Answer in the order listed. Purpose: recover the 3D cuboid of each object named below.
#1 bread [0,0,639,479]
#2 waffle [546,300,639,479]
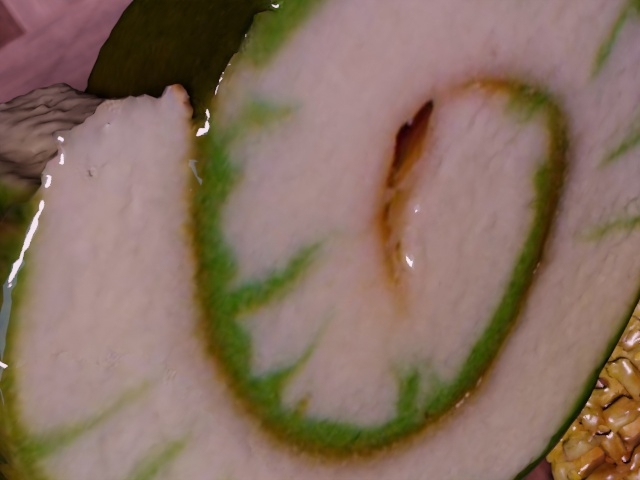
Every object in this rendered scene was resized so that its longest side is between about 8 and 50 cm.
[{"bbox_3d":[0.000,0.000,0.470,0.382,0.129,0.366,6,106,-38],"label":"bread"},{"bbox_3d":[0.272,0.136,0.653,0.245,0.052,0.254,5,113,2],"label":"waffle"}]
